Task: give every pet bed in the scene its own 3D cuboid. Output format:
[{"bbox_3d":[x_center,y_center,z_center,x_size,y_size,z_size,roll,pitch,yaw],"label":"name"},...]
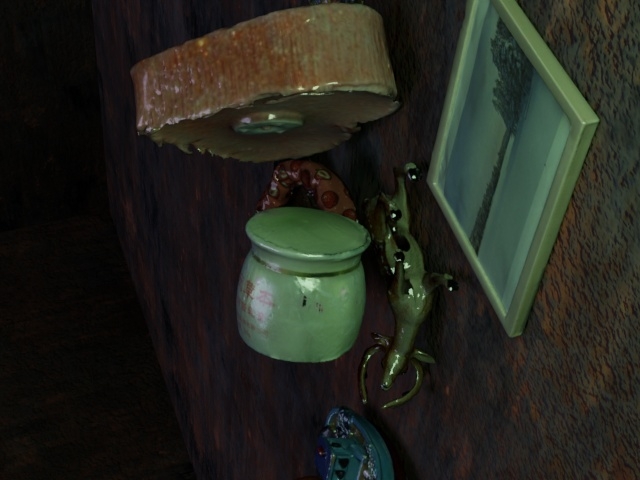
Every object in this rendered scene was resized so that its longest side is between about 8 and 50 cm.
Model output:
[{"bbox_3d":[-0.019,-0.006,1.481,0.201,0.053,0.201,3,93,54],"label":"pet bed"}]

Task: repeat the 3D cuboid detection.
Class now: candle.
[{"bbox_3d":[-0.076,-0.178,1.359,0.317,0.287,0.132,143,118,-72],"label":"candle"}]

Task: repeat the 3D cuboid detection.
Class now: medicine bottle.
[{"bbox_3d":[-0.020,0.046,1.342,0.147,0.147,0.143,-131,42,-59],"label":"medicine bottle"}]

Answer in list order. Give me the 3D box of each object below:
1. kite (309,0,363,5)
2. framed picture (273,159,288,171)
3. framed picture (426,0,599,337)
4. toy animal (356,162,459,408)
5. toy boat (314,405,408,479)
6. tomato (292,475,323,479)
[{"bbox_3d":[0.011,-0.284,1.468,0.232,0.009,0.189,-147,46,-68],"label":"kite"},{"bbox_3d":[-0.065,-0.062,1.757,0.324,0.013,0.244,100,171,-52],"label":"framed picture"},{"bbox_3d":[0.164,-0.077,1.090,0.289,0.016,0.213,97,155,-50],"label":"framed picture"},{"bbox_3d":[0.095,0.054,1.357,0.260,0.087,0.244,108,161,-68],"label":"toy animal"},{"bbox_3d":[0.045,0.299,1.613,0.223,0.097,0.100,-132,52,-64],"label":"toy boat"},{"bbox_3d":[0.021,0.469,1.808,0.236,0.095,0.237,17,111,55],"label":"tomato"}]
